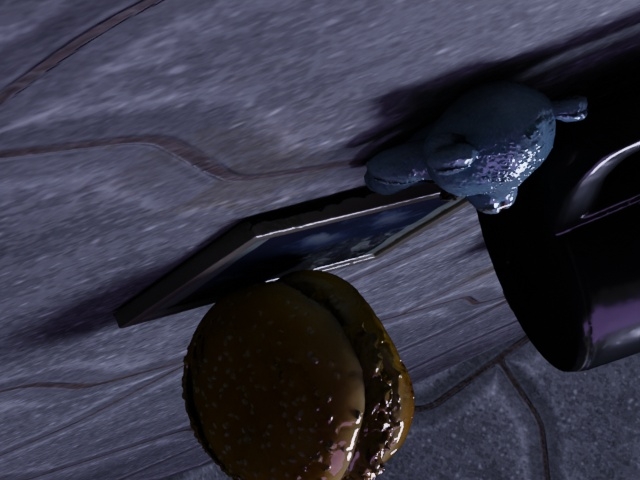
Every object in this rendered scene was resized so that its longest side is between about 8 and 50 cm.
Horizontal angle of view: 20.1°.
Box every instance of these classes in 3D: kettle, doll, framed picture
[{"bbox_3d":[0.290,-0.036,1.287,0.308,0.203,0.262,-20,-175,-11],"label":"kettle"},{"bbox_3d":[0.091,-0.047,1.168,0.120,0.075,0.180,-24,174,-27],"label":"doll"},{"bbox_3d":[0.000,0.000,1.407,0.281,0.019,0.209,-15,169,-38],"label":"framed picture"}]

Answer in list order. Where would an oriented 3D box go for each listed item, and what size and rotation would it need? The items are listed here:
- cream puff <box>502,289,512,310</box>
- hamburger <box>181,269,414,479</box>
[{"bbox_3d":[0.322,0.016,1.944,0.269,0.155,0.241,-12,163,-22],"label":"cream puff"},{"bbox_3d":[-0.018,0.120,1.407,0.118,0.191,0.182,-24,146,-43],"label":"hamburger"}]
